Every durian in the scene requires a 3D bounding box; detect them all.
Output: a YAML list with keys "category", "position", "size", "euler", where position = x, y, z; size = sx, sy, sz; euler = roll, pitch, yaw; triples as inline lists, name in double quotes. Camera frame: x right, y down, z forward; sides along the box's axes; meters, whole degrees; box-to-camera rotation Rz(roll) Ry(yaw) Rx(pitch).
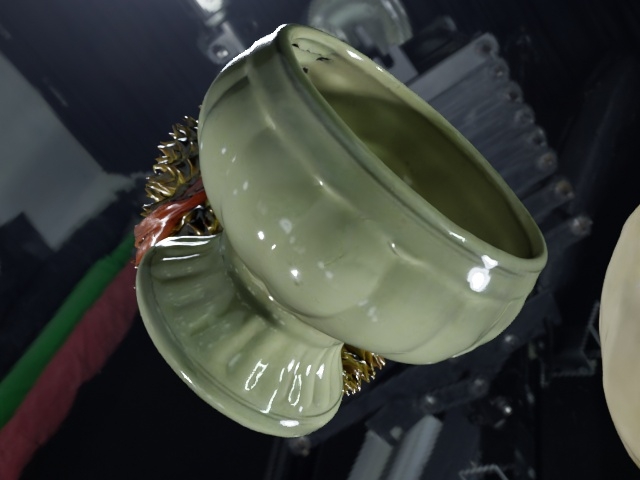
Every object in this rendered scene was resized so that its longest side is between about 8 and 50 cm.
- category: "durian"
  position: [-0.047, 0.005, 1.035]
  size: [0.348, 0.384, 0.347]
  euler: [-11, -172, 2]

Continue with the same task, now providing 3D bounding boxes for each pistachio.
- category: "pistachio"
  position: [0.514, 0.144, 1.183]
  size: [0.281, 0.445, 0.365]
  euler: [-7, -173, -19]

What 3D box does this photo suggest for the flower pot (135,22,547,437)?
- category: "flower pot"
  position: [0.000, 0.000, 0.731]
  size: [0.244, 0.307, 0.307]
  euler: [-46, -157, 21]
